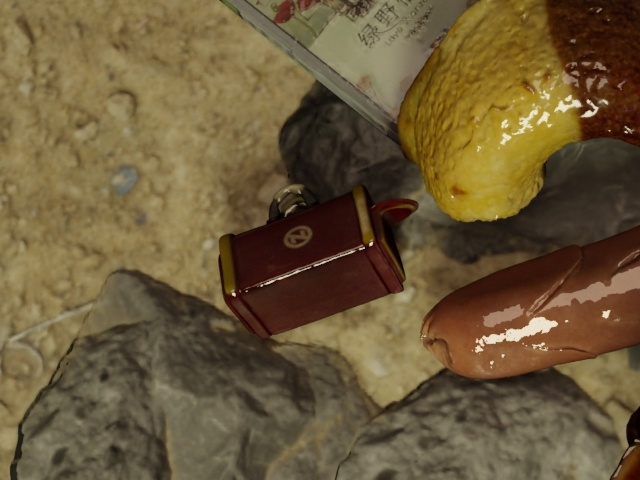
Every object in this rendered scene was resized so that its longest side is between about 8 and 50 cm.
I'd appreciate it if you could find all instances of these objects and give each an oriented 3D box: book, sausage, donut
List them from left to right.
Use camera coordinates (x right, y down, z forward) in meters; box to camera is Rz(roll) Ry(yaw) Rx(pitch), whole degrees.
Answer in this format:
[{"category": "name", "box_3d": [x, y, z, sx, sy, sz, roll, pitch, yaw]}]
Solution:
[{"category": "book", "box_3d": [0.027, -0.203, 1.223, 0.231, 0.026, 0.157, 40, 89, 16]}, {"category": "donut", "box_3d": [0.191, -0.100, 1.086, 0.295, 0.151, 0.112, -10, 47, 9]}, {"category": "sausage", "box_3d": [0.276, 0.011, 1.095, 0.433, 0.088, 0.088, -20, 75, 8]}]

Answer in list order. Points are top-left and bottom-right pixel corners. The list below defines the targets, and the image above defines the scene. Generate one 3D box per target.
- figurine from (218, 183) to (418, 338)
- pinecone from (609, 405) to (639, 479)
[{"category": "figurine", "box_3d": [0.001, -0.001, 1.169, 0.154, 0.082, 0.098, -22, 55, 7]}, {"category": "pinecone", "box_3d": [0.324, 0.177, 0.966, 0.296, 0.242, 0.298, 29, 80, 18]}]
